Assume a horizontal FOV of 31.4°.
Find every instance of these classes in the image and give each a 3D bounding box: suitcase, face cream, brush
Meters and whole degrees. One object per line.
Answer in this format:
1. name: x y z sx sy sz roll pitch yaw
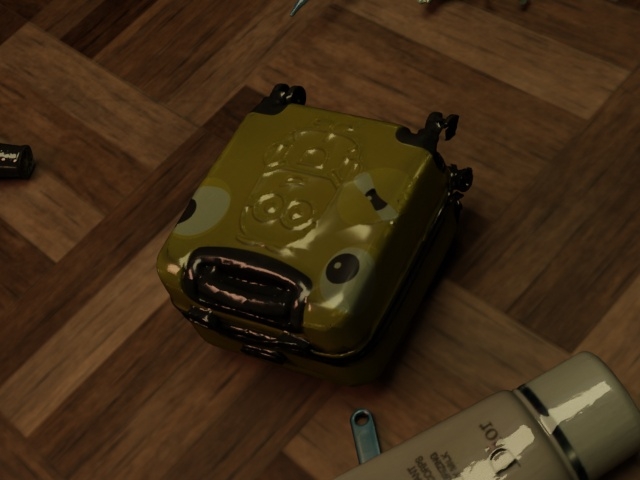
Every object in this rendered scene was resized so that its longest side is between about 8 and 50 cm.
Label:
1. suitcase: 0.000 0.000 0.933 0.194 0.143 0.235 15 60 29
2. face cream: 0.078 0.190 0.796 0.314 0.089 0.143 -32 51 -2
3. brush: 0.044 0.196 0.852 0.051 0.014 0.164 -18 49 6

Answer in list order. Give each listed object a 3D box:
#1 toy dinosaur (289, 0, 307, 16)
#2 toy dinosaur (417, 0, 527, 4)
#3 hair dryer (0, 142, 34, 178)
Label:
1. toy dinosaur: 0.062 -0.366 1.233 0.144 0.076 0.329 -7 50 25
2. toy dinosaur: 0.186 -0.288 1.151 0.187 0.044 0.106 -49 38 -16
3. hair dryer: -0.413 -0.020 1.172 0.196 0.075 0.219 6 67 14
